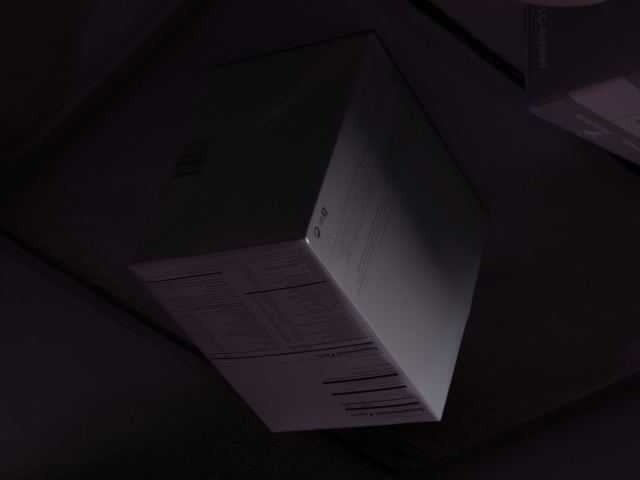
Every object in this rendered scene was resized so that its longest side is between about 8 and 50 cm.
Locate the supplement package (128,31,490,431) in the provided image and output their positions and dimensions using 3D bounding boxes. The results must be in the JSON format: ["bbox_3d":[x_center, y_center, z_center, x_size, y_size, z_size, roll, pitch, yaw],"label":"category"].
[{"bbox_3d":[0.000,0.000,1.147,0.149,0.194,0.203,-8,135,31],"label":"supplement package"}]

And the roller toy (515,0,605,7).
[{"bbox_3d":[0.099,-0.214,0.761,0.191,0.146,0.209,8,145,52],"label":"roller toy"}]

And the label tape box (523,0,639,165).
[{"bbox_3d":[0.319,-0.119,0.850,0.347,0.115,0.249,-12,157,43],"label":"label tape box"}]
